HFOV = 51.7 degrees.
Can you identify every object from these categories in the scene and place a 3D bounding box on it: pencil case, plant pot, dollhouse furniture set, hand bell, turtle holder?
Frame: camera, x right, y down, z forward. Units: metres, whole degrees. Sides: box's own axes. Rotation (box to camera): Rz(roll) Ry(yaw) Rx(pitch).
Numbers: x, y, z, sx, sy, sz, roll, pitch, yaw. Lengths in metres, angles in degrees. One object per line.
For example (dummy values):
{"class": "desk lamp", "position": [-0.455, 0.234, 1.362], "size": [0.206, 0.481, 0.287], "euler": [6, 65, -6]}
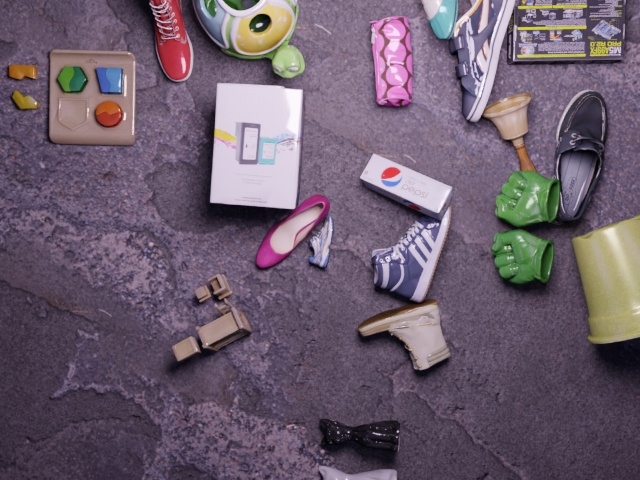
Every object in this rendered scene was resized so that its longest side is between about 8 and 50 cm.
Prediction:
{"class": "pencil case", "position": [0.169, -0.429, 1.598], "size": [0.098, 0.095, 0.209], "euler": [-9, 95, -35]}
{"class": "plant pot", "position": [0.735, 0.082, 1.586], "size": [0.276, 0.276, 0.254], "euler": [-20, 85, 2]}
{"class": "dollhouse furniture set", "position": [-0.292, 0.199, 1.679], "size": [0.182, 0.101, 0.161], "euler": [-27, 71, 3]}
{"class": "hand bell", "position": [0.492, -0.226, 1.629], "size": [0.126, 0.126, 0.242], "euler": [-23, 109, 2]}
{"class": "turtle holder", "position": [-0.170, -0.523, 1.516], "size": [0.243, 0.227, 0.320], "euler": [-5, 96, 0]}

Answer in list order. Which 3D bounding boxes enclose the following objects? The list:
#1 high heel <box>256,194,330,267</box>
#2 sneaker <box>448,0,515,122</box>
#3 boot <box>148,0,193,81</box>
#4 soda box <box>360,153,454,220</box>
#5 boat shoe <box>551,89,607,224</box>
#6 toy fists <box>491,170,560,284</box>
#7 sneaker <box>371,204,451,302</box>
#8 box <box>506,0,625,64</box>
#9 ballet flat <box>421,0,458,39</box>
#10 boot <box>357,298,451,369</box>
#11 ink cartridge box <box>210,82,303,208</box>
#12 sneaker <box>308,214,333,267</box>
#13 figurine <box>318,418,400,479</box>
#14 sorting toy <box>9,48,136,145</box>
{"class": "high heel", "position": [-0.071, -0.018, 1.625], "size": [0.244, 0.117, 0.082], "euler": [-40, 95, 4]}
{"class": "sneaker", "position": [0.363, -0.449, 1.580], "size": [0.127, 0.126, 0.321], "euler": [13, 94, 1]}
{"class": "boot", "position": [-0.361, -0.500, 1.544], "size": [0.088, 0.176, 0.244], "euler": [-9, 97, -1]}
{"class": "soda box", "position": [0.209, -0.129, 1.596], "size": [0.216, 0.069, 0.074], "euler": [27, 84, 21]}
{"class": "boat shoe", "position": [0.633, -0.201, 1.611], "size": [0.127, 0.113, 0.340], "euler": [19, 96, -2]}
{"class": "toy fists", "position": [0.490, -0.031, 1.614], "size": [0.142, 0.096, 0.279], "euler": [10, 101, 43]}
{"class": "sneaker", "position": [0.219, 0.005, 1.639], "size": [0.153, 0.099, 0.282], "euler": [15, 98, -3]}
{"class": "box", "position": [0.593, -0.540, 1.603], "size": [0.270, 0.060, 0.216], "euler": [-1, 97, 0]}
{"class": "ballet flat", "position": [0.276, -0.589, 1.557], "size": [0.087, 0.083, 0.247], "euler": [15, 73, -21]}
{"class": "boot", "position": [0.214, 0.254, 1.678], "size": [0.213, 0.077, 0.165], "euler": [-17, 98, -1]}
{"class": "ink cartridge box", "position": [-0.142, -0.219, 1.564], "size": [0.197, 0.198, 0.270], "euler": [4, 95, 0]}
{"class": "sneaker", "position": [0.000, 0.000, 1.662], "size": [0.058, 0.052, 0.135], "euler": [11, 95, 3]}
{"class": "figurine", "position": [0.096, 0.568, 1.713], "size": [0.209, 0.092, 0.215], "euler": [3, 97, 7]}
{"class": "sorting toy", "position": [-0.611, -0.352, 1.625], "size": [0.307, 0.041, 0.229], "euler": [1, 96, -1]}
